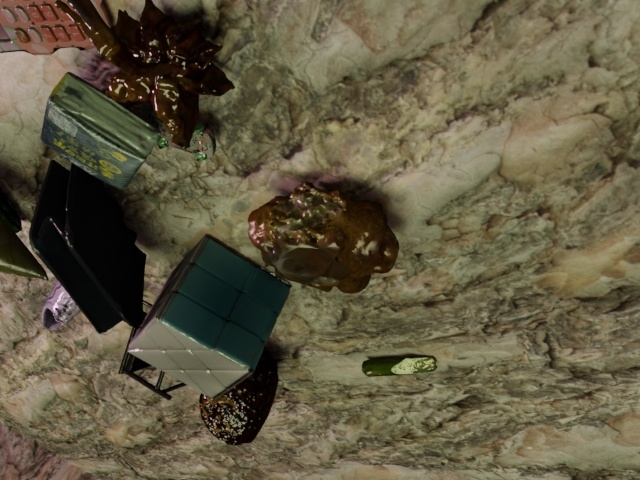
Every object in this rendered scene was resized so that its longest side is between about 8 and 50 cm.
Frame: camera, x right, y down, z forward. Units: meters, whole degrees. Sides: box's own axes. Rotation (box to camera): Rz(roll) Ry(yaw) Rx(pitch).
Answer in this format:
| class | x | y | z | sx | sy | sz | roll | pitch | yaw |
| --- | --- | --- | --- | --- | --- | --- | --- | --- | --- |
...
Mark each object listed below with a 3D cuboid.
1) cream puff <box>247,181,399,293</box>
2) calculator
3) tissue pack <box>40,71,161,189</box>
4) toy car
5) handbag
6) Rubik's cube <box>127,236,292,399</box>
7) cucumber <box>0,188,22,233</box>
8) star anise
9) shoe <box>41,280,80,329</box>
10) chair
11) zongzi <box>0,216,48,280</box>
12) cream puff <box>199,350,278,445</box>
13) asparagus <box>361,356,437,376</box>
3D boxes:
| class | x | y | z | sx | sy | sz | roll | pitch | yaw |
| --- | --- | --- | --- | --- | --- | --- | --- | --- | --- |
| cream puff | 0.000 | 0.000 | 1.601 | 0.268 | 0.155 | 0.241 | 23 | 147 | -3 |
| calculator | -0.482 | -0.390 | 1.450 | 0.329 | 0.048 | 0.220 | 5 | 141 | 22 |
| tissue pack | -0.392 | -0.183 | 1.584 | 0.185 | 0.081 | 0.257 | 34 | 163 | -13 |
| toy car | -0.237 | -0.189 | 1.571 | 0.142 | 0.055 | 0.069 | 21 | 139 | 23 |
| handbag | -0.463 | 0.004 | 1.821 | 0.118 | 0.269 | 0.326 | -11 | 137 | 9 |
| Rubik's cube | -0.233 | 0.165 | 1.901 | 0.231 | 0.225 | 0.221 | 32 | 145 | -12 |
| cucumber | -0.732 | -0.097 | 1.972 | 0.077 | 0.077 | 0.265 | 10 | 143 | 20 |
| star anise | -0.273 | -0.279 | 1.383 | 0.237 | 0.148 | 0.346 | -2 | 152 | 28 |
| shoe | -0.588 | 0.130 | 2.145 | 0.095 | 0.138 | 0.245 | 33 | 145 | -22 |
| chair | -0.393 | 0.238 | 2.085 | 0.260 | 0.154 | 0.141 | 26 | 106 | 23 |
| zongzi | -0.729 | -0.057 | 1.805 | 0.360 | 0.160 | 0.323 | 20 | 149 | 15 |
| cream puff | -0.197 | 0.360 | 2.142 | 0.164 | 0.239 | 0.239 | 21 | 147 | -11 |
| asparagus | 0.172 | 0.277 | 1.983 | 0.178 | 0.041 | 0.045 | -10 | 142 | 38 |
